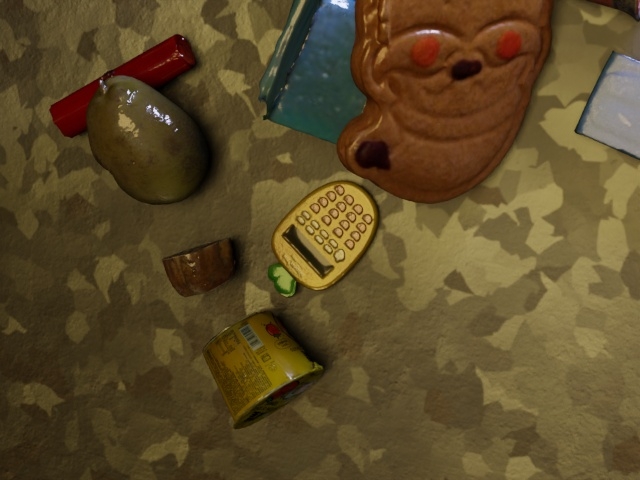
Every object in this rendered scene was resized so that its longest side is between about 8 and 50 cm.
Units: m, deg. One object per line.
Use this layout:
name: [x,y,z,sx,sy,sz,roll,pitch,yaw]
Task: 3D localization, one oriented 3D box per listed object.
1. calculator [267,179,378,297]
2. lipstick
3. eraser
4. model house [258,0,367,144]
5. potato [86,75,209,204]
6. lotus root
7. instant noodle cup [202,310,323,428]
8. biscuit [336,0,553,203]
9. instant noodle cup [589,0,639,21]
calculator: [0.000,0.000,1.997,0.146,0.032,0.235,47,105,8]
lipstick: [-0.348,-0.272,2.056,0.280,0.073,0.073,-27,88,17]
eraser: [0.564,-0.168,1.801,0.312,0.042,0.144,27,102,13]
model house: [0.073,-0.261,1.862,0.303,0.215,0.237,23,102,-8]
potato: [-0.304,-0.176,1.997,0.174,0.159,0.251,-37,116,3]
lotus root: [-0.204,0.043,2.024,0.122,0.112,0.081,-14,103,49]
instant noodle cup: [-0.107,0.212,1.985,0.182,0.182,0.144,-38,75,17]
biscuit: [0.202,-0.273,1.775,0.078,0.350,0.455,35,125,50]
instant noodle cup: [0.438,-0.411,1.783,0.136,0.127,0.127,16,100,23]
